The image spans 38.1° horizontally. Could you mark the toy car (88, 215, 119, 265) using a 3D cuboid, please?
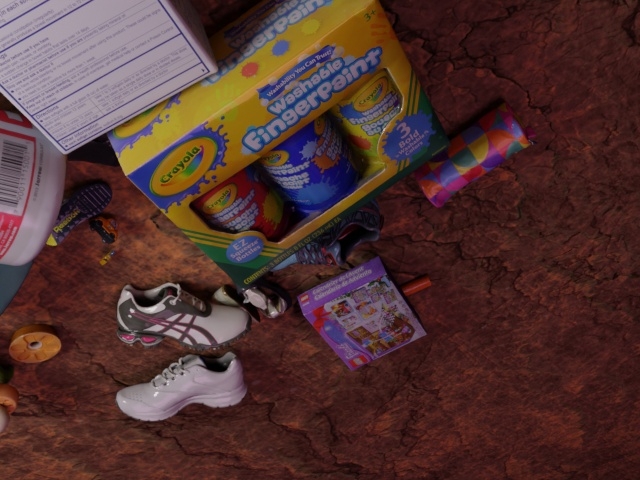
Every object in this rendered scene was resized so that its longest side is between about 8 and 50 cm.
[{"bbox_3d":[-0.396,-0.007,1.694,0.040,0.060,0.122,-51,179,-34],"label":"toy car"}]

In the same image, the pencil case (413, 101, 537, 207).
[{"bbox_3d":[0.292,-0.161,1.767,0.236,0.104,0.104,-33,141,17],"label":"pencil case"}]

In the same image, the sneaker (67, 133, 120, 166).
[{"bbox_3d":[-0.325,-0.159,1.522,0.170,0.051,0.089,5,136,-23],"label":"sneaker"}]

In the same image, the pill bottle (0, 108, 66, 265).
[{"bbox_3d":[-0.593,-0.107,1.311,0.407,0.229,0.229,14,130,-35],"label":"pill bottle"}]

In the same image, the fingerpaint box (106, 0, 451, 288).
[{"bbox_3d":[-0.057,-0.174,1.489,0.445,0.163,0.371,-34,141,3],"label":"fingerpaint box"}]

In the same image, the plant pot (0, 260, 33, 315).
[{"bbox_3d":[-0.613,0.061,1.545,0.234,0.165,0.166,-41,145,-3],"label":"plant pot"}]

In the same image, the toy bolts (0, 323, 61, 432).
[{"bbox_3d":[-0.623,0.254,1.785,0.218,0.158,0.228,-26,142,6],"label":"toy bolts"}]

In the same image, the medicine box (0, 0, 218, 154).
[{"bbox_3d":[-0.329,-0.303,1.264,0.263,0.149,0.289,-27,141,7],"label":"medicine box"}]

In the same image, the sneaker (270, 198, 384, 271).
[{"bbox_3d":[0.000,0.000,1.799,0.262,0.125,0.104,-29,141,9],"label":"sneaker"}]

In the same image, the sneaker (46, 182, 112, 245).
[{"bbox_3d":[-0.426,-0.053,1.603,0.144,0.059,0.053,-37,110,-5],"label":"sneaker"}]

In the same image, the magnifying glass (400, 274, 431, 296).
[{"bbox_3d":[0.143,0.135,2.113,0.231,0.026,0.092,-22,142,4],"label":"magnifying glass"}]

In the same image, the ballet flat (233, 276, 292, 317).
[{"bbox_3d":[-0.117,0.124,1.938,0.074,0.074,0.203,-31,141,12],"label":"ballet flat"}]

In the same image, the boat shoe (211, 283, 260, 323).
[{"bbox_3d":[-0.178,0.139,1.949,0.045,0.050,0.135,-30,131,17],"label":"boat shoe"}]

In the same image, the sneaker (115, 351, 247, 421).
[{"bbox_3d":[-0.312,0.314,2.071,0.297,0.111,0.129,-11,125,-19],"label":"sneaker"}]

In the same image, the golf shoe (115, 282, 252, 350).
[{"bbox_3d":[-0.270,0.149,1.849,0.272,0.105,0.120,0,123,-9],"label":"golf shoe"}]

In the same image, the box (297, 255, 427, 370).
[{"bbox_3d":[0.098,0.168,2.066,0.201,0.057,0.293,-27,141,7],"label":"box"}]
